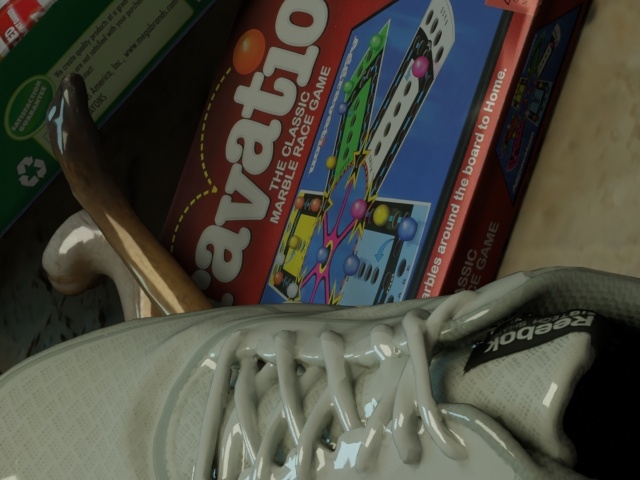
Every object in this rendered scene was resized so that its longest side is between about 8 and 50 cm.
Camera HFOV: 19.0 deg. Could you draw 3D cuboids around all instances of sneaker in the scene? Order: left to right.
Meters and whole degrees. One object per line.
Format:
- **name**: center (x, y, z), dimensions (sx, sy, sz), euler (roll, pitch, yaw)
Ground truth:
- **sneaker**: center (0.028, 0.051, 0.503), dimensions (0.292, 0.118, 0.110), euler (-1, 65, 18)

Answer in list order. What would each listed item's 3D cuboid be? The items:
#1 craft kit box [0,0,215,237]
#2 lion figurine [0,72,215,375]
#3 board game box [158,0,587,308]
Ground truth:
- **craft kit box**: center (-0.175, -0.070, 0.767), dimensions (0.250, 0.061, 0.247), euler (-49, 34, -9)
- **lion figurine**: center (-0.101, 0.164, 0.623), dimensions (0.240, 0.142, 0.392), euler (36, 106, 35)
- **board game box**: center (0.000, 0.000, 0.679), dimensions (0.145, 0.027, 0.281), euler (21, 93, 47)
